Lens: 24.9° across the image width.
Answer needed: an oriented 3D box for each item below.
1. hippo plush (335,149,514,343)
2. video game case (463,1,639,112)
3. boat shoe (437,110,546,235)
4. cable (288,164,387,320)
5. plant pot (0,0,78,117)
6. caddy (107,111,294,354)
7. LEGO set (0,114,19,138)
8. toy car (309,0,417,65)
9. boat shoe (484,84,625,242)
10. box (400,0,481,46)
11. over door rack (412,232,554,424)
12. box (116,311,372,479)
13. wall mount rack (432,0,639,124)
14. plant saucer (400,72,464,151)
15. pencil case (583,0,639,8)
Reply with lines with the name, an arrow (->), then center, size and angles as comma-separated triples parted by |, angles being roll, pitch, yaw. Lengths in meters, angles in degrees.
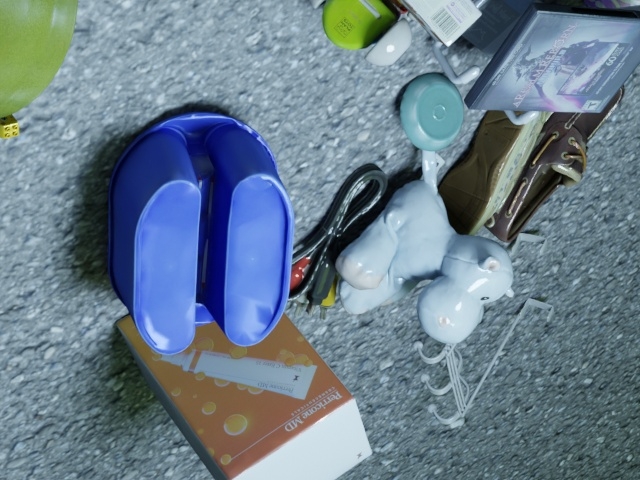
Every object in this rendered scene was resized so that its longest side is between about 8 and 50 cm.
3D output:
hippo plush -> 0.193, 0.039, 2.288 | 0.294, 0.236, 0.234 | -53, 160, -6
video game case -> 0.364, -0.264, 2.126 | 0.274, 0.026, 0.196 | -3, 142, -36
boat shoe -> 0.280, -0.104, 2.371 | 0.089, 0.104, 0.285 | 7, 120, -49
cable -> 0.000, 0.000, 2.289 | 0.139, 0.072, 0.287 | 12, 108, -30
plant pot -> -0.432, -0.254, 1.397 | 0.366, 0.366, 0.353 | -55, 154, 18
caddy -> -0.167, -0.007, 1.999 | 0.241, 0.179, 0.341 | -5, 121, -19
LEGO set -> -0.403, -0.164, 1.692 | 0.227, 0.093, 0.087 | -21, 139, -27
toy car -> 0.078, -0.330, 1.943 | 0.182, 0.159, 0.136 | -47, -177, 2
boat shoe -> 0.400, -0.137, 2.430 | 0.342, 0.123, 0.123 | -45, 144, 4
box -> 0.074, -0.379, 1.801 | 0.067, 0.063, 0.324 | -45, 113, 2
over door rack -> 0.292, 0.155, 2.667 | 0.324, 0.108, 0.239 | -45, 147, -20
box -> -0.114, 0.218, 2.139 | 0.215, 0.345, 0.168 | -33, 143, -13
wall mount rack -> 0.341, -0.324, 2.153 | 0.304, 0.130, 0.350 | -42, 147, 18
plant saucer -> 0.176, -0.195, 2.197 | 0.119, 0.021, 0.119 | -3, 95, -32
pencil case -> 0.507, -0.414, 2.272 | 0.206, 0.088, 0.086 | -49, 145, 8
